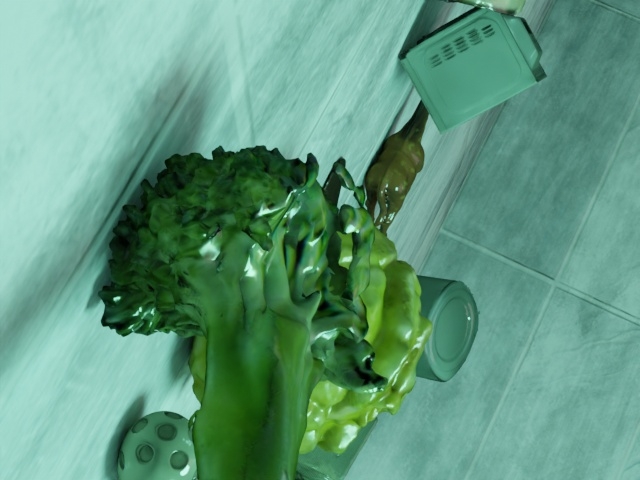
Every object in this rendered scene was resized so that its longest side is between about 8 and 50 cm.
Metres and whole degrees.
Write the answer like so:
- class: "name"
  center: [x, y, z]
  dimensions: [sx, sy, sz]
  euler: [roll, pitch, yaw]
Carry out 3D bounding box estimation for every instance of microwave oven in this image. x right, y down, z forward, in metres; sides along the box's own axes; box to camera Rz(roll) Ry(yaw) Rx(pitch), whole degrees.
- class: "microwave oven"
  center: [0.204, -0.232, 1.522]
  dimensions: [0.162, 0.122, 0.208]
  euler: [-29, -178, 17]

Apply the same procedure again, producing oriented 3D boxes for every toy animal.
- class: "toy animal"
  center: [0.128, -0.140, 1.679]
  dimensions: [0.224, 0.066, 0.230]
  euler: [-55, 162, -47]

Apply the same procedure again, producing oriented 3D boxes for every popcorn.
- class: "popcorn"
  center: [-0.005, 0.089, 1.093]
  dimensions: [0.259, 0.212, 0.259]
  euler: [-54, 163, -25]

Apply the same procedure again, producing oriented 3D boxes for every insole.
- class: "insole"
  center: [0.000, 0.000, 1.501]
  dimensions: [0.328, 0.007, 0.111]
  euler: [100, 16, -59]

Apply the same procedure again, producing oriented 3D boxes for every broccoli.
- class: "broccoli"
  center: [-0.037, 0.082, 0.743]
  dimensions: [0.198, 0.177, 0.275]
  euler: [34, 39, -61]

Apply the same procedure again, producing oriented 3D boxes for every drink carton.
- class: "drink carton"
  center: [0.114, 0.124, 1.740]
  dimensions: [0.185, 0.189, 0.191]
  euler: [-53, 135, -28]

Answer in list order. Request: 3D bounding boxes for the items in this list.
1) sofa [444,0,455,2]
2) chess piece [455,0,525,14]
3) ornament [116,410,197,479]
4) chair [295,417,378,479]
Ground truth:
- class: "sofa"
  center: [0.172, -0.361, 1.385]
  dimensions: [0.085, 0.060, 0.147]
  euler: [-18, 135, -55]
- class: "chess piece"
  center: [0.173, -0.362, 1.125]
  dimensions: [0.143, 0.142, 0.261]
  euler: [-45, 155, -66]
- class: "ornament"
  center: [-0.146, 0.206, 1.011]
  dimensions: [0.074, 0.081, 0.156]
  euler: [-15, 145, -27]
- class: "chair"
  center: [-0.035, 0.396, 1.917]
  dimensions: [0.319, 0.160, 0.186]
  euler: [-61, 173, -7]
